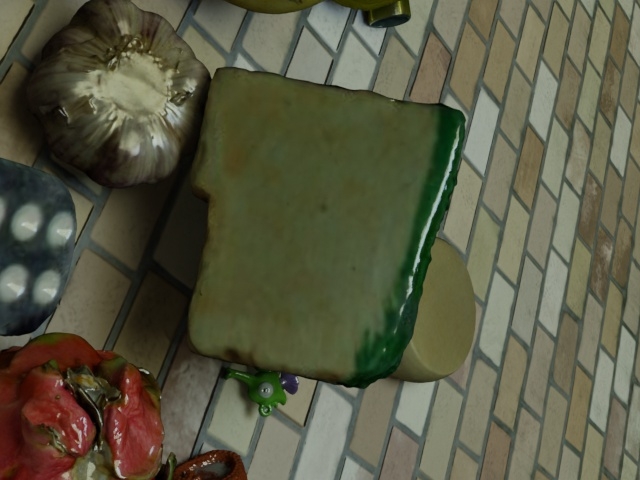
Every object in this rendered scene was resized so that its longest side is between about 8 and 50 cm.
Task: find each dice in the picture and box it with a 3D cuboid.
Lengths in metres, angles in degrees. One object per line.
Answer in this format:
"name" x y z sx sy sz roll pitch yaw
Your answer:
"dice" -0.378 -0.001 1.003 0.182 0.183 0.181 15 85 -61

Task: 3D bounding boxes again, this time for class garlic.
"garlic" -0.259 -0.184 1.239 0.245 0.160 0.244 3 85 -29

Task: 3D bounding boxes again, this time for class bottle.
"bottle" 0.109 -0.544 1.790 0.082 0.082 0.286 -5 87 -50

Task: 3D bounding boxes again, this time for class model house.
"model house" 0.000 0.000 1.323 0.342 0.335 0.382 52 51 -80

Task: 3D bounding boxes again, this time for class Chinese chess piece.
"Chinese chess piece" 0.174 0.119 1.724 0.273 0.102 0.273 14 72 -50

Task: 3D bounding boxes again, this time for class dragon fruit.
"dragon fruit" -0.284 0.249 1.064 0.305 0.226 0.305 17 69 -49

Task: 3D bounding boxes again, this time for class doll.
"doll" -0.096 0.168 1.438 0.115 0.050 0.190 -5 79 -41

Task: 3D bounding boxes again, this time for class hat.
"hat" -0.146 0.380 1.326 0.112 0.094 0.162 -19 116 -40

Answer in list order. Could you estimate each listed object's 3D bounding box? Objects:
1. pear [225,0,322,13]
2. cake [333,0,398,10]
"pear" -0.067 -0.503 1.384 0.348 0.348 0.348 12 74 -48
"cake" 0.116 -0.509 1.667 0.261 0.156 0.179 -18 87 -12
